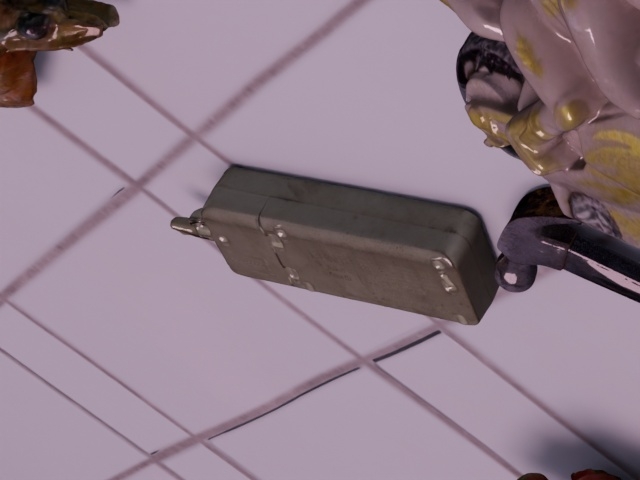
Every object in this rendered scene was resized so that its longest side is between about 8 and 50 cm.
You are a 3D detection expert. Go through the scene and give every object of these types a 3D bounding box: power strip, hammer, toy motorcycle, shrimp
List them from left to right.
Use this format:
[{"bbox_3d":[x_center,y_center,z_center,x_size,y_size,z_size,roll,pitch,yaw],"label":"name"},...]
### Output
[{"bbox_3d":[-0.267,-0.156,1.499,0.317,0.077,0.168,9,155,41],"label":"shrimp"},{"bbox_3d":[0.000,0.000,1.503,0.288,0.053,0.093,12,147,31],"label":"power strip"},{"bbox_3d":[0.178,-0.090,1.079,0.341,0.108,0.223,30,148,48],"label":"toy motorcycle"},{"bbox_3d":[0.263,0.044,1.346,0.290,0.037,0.137,25,152,12],"label":"hammer"}]

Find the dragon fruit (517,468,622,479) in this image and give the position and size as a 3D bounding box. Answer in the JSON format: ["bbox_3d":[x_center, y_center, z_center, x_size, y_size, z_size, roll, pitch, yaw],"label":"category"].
[{"bbox_3d":[0.267,0.276,1.591,0.269,0.200,0.198,-14,136,-2],"label":"dragon fruit"}]
